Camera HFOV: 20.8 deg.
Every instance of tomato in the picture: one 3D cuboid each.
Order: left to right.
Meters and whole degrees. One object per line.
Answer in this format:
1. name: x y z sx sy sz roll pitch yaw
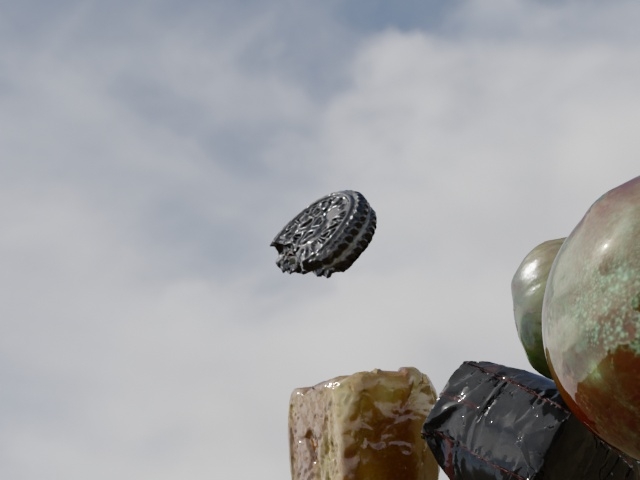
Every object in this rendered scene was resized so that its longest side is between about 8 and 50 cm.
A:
1. tomato: 0.304 0.048 1.432 0.270 0.222 0.270 -38 -6 -4

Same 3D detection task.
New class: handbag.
1. handbag: 0.219 0.222 1.776 0.155 0.169 0.215 -59 -44 -14

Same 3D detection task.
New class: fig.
1. fig: 0.306 0.048 1.684 0.245 0.149 0.149 -19 -19 11

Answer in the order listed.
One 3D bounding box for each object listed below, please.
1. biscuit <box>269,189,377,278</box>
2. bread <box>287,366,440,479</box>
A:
1. biscuit: 0.000 0.000 1.199 0.089 0.087 0.027 -29 -64 25
2. bread: 0.053 0.313 1.964 0.149 0.344 0.195 8 -15 -28
